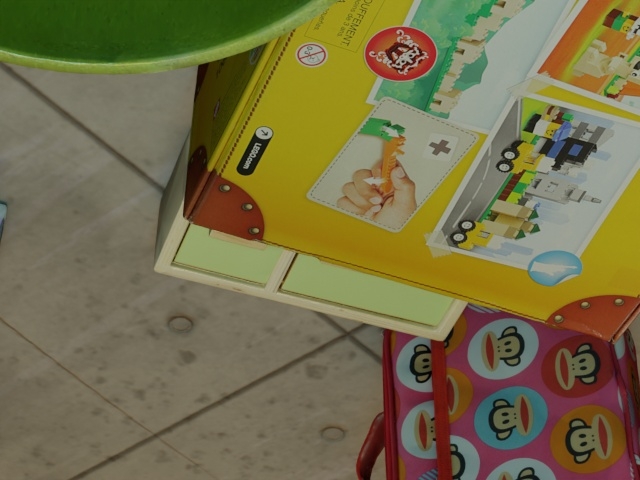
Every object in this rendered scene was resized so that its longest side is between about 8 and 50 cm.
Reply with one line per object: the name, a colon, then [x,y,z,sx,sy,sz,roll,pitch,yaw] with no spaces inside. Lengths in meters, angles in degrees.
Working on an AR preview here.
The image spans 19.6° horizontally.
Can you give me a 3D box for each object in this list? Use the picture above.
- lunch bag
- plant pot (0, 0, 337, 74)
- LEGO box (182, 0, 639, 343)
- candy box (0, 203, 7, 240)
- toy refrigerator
lunch bag: [0.156,0.173,1.637,0.258,0.293,0.120,-13,140,14]
plant pot: [-0.121,-0.345,1.036,0.366,0.353,0.366,0,137,0]
LEGO box: [0.159,-0.184,1.320,0.372,0.193,0.500,16,135,-15]
candy box: [-0.388,0.030,1.654,0.164,0.070,0.196,17,136,-16]
toy refrigerator: [0.000,0.000,1.596,0.269,0.094,0.102,15,136,-14]
